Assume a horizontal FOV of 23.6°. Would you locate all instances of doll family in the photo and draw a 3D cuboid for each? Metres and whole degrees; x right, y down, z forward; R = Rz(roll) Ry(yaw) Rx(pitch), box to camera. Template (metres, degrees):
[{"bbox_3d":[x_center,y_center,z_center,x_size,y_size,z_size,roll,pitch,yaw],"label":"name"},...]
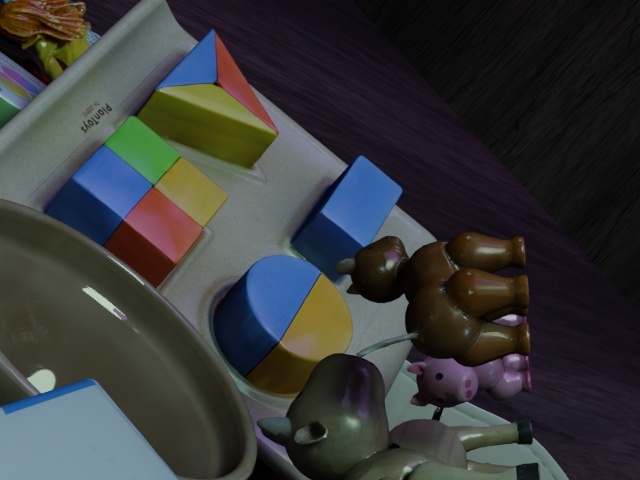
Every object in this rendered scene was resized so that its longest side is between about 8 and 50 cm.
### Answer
[{"bbox_3d":[-0.276,-0.216,1.453,0.163,0.118,0.263,22,25,-52],"label":"doll family"}]

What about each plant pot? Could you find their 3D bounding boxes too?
[{"bbox_3d":[-0.160,0.092,0.906,0.237,0.110,0.237,39,16,-13],"label":"plant pot"}]

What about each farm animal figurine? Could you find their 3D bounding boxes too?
[{"bbox_3d":[0.051,0.161,0.959,0.330,0.172,0.327,77,12,-54],"label":"farm animal figurine"}]

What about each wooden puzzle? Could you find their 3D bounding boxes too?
[{"bbox_3d":[-0.055,-0.015,1.147,0.348,0.080,0.322,43,37,-8],"label":"wooden puzzle"}]

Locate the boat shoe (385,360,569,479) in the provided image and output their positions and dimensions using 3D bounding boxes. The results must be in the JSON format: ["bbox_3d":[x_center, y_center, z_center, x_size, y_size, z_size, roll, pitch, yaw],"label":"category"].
[{"bbox_3d":[0.093,0.184,1.300,0.324,0.116,0.097,37,-13,-17],"label":"boat shoe"}]

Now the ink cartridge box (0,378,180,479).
[{"bbox_3d":[-0.155,0.155,0.562,0.086,0.203,0.148,47,16,9],"label":"ink cartridge box"}]

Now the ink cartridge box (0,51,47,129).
[{"bbox_3d":[-0.240,-0.085,1.170,0.109,0.062,0.209,36,8,-23],"label":"ink cartridge box"}]
